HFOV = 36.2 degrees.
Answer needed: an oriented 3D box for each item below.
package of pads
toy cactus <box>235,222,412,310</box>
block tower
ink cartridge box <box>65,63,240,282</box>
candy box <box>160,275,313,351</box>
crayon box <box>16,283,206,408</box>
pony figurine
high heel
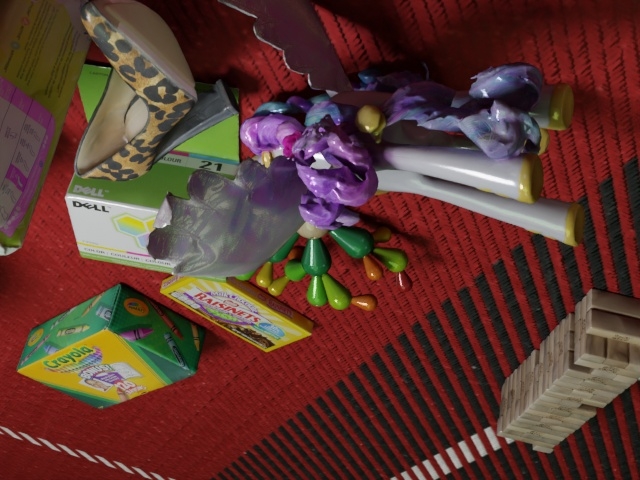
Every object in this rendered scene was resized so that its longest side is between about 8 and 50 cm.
[{"bbox_3d":[-0.343,-0.113,0.910,0.229,0.296,0.101,-11,144,29],"label":"package of pads"},{"bbox_3d":[0.000,0.000,1.188,0.219,0.112,0.180,4,128,14],"label":"toy cactus"},{"bbox_3d":[0.343,0.191,1.361,0.097,0.091,0.335,14,146,-3],"label":"block tower"},{"bbox_3d":[-0.190,-0.071,1.114,0.189,0.097,0.255,10,147,2],"label":"ink cartridge box"},{"bbox_3d":[-0.118,0.097,1.410,0.206,0.027,0.105,33,138,-31],"label":"candy box"},{"bbox_3d":[-0.331,0.173,1.536,0.165,0.081,0.278,33,141,-31],"label":"crayon box"},{"bbox_3d":[0.030,-0.090,0.872,0.363,0.303,0.351,8,173,26],"label":"pony figurine"},{"bbox_3d":[-0.205,-0.128,0.927,0.186,0.093,0.261,-26,160,11],"label":"high heel"}]
